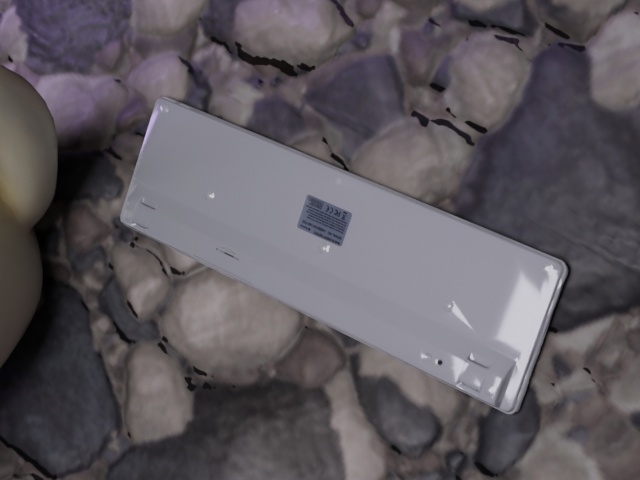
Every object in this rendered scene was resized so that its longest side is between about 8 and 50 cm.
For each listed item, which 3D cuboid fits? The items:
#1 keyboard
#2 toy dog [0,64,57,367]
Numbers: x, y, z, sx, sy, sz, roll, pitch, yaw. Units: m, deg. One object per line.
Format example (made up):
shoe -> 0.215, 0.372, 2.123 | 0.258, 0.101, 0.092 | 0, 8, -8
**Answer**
keyboard -> 0.000, 0.000, 0.732 | 0.256, 0.014, 0.072 | 24, 95, 34
toy dog -> -0.352, 0.044, 0.734 | 0.395, 0.408, 0.285 | -26, 72, 31
